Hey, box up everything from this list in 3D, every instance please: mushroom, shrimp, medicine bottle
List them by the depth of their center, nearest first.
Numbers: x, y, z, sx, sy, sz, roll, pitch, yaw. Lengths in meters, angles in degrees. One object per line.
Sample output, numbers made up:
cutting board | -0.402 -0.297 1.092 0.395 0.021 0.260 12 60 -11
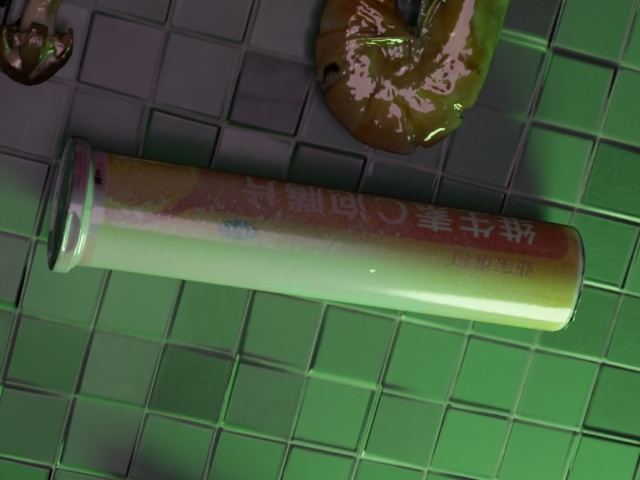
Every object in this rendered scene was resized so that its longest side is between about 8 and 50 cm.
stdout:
mushroom | -0.191 -0.204 1.499 0.060 0.061 0.187 31 91 -11
shrimp | 0.088 -0.200 1.556 0.145 0.061 0.267 25 99 -6
medicine bottle | 0.000 0.000 1.563 0.426 0.108 0.108 8 101 -15

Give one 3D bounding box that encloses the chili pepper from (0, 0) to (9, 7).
chili pepper | -0.317 -0.253 1.452 0.224 0.061 0.098 28 139 -16
